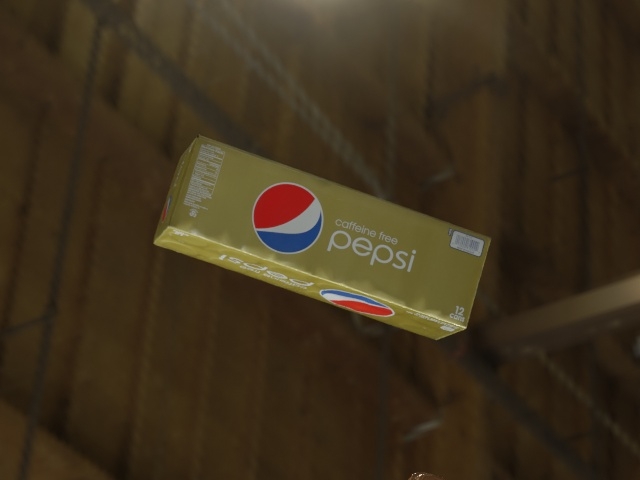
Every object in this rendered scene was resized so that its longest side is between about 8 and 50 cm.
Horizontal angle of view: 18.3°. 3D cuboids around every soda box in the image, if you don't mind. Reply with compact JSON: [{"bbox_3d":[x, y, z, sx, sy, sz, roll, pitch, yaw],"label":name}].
[{"bbox_3d":[0.000,0.000,1.139,0.181,0.061,0.058,20,-104,-10],"label":"soda box"}]

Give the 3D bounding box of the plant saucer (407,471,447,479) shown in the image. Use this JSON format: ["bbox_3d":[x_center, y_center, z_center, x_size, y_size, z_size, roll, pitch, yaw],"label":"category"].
[{"bbox_3d":[0.114,0.240,1.795,0.083,0.013,0.083,32,-158,-15],"label":"plant saucer"}]
